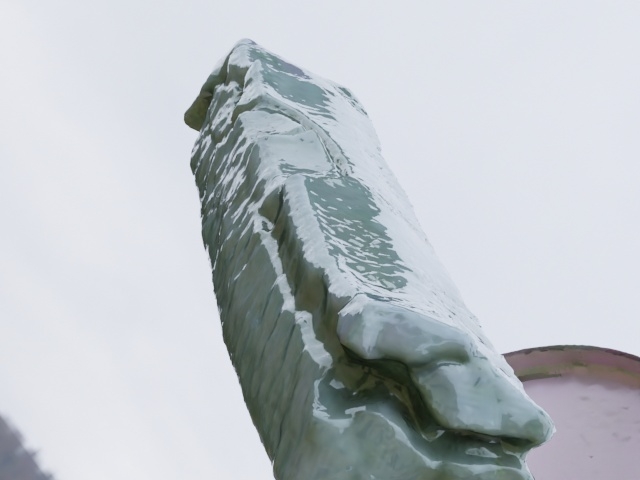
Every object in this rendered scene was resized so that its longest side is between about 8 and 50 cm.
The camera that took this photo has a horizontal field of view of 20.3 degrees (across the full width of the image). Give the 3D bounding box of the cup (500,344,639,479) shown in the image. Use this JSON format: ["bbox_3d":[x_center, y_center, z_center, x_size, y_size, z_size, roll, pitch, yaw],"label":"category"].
[{"bbox_3d":[0.144,0.217,0.976,0.253,0.253,0.274,29,-31,48],"label":"cup"}]

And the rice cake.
[{"bbox_3d":[0.000,0.000,0.574,0.066,0.063,0.336,26,12,-17],"label":"rice cake"}]
